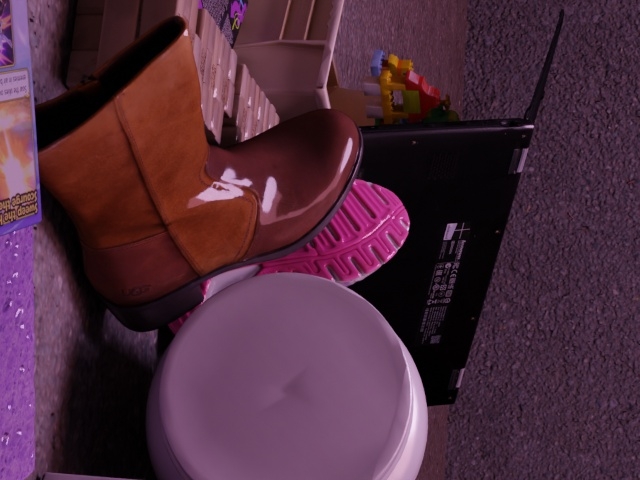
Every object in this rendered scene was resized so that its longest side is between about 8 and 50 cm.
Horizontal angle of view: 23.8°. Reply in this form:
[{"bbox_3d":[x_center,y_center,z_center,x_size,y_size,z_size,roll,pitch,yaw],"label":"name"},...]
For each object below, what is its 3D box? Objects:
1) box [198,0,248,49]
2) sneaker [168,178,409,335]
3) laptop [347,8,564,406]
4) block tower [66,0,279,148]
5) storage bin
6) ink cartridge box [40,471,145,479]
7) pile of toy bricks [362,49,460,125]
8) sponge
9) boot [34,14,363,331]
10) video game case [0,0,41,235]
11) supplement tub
[{"bbox_3d":[-0.106,-0.224,1.451,0.116,0.029,0.162,80,18,-45],"label":"box"},{"bbox_3d":[-0.035,0.024,1.441,0.103,0.252,0.111,63,-11,10],"label":"sneaker"},{"bbox_3d":[0.094,-0.029,1.670,0.236,0.407,0.382,-118,-150,-47],"label":"laptop"},{"bbox_3d":[-0.115,-0.118,1.284,0.335,0.090,0.097,56,38,-70],"label":"block tower"},{"bbox_3d":[-0.014,-0.165,1.654,0.262,0.123,0.260,76,20,-50],"label":"storage bin"},{"bbox_3d":[-0.130,0.259,1.151,0.191,0.139,0.082,76,21,-50],"label":"ink cartridge box"},{"bbox_3d":[0.116,-0.124,1.721,0.118,0.105,0.212,-75,162,-45],"label":"pile of toy bricks"},{"bbox_3d":[-0.219,0.061,0.980,0.117,0.031,0.210,-27,117,-76],"label":"sponge"},{"bbox_3d":[-0.091,-0.080,1.149,0.096,0.264,0.280,54,-11,31],"label":"boot"},{"bbox_3d":[-0.237,-0.105,0.761,0.269,0.061,0.244,-30,119,-68],"label":"video game case"},{"bbox_3d":[-0.028,0.169,1.287,0.316,0.228,0.228,91,6,-69],"label":"supplement tub"}]
